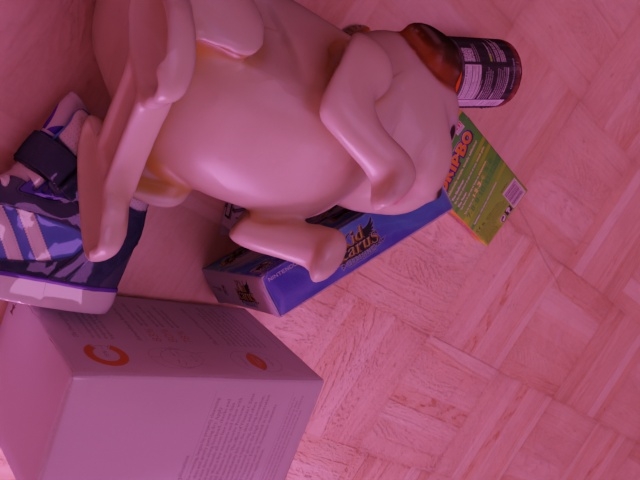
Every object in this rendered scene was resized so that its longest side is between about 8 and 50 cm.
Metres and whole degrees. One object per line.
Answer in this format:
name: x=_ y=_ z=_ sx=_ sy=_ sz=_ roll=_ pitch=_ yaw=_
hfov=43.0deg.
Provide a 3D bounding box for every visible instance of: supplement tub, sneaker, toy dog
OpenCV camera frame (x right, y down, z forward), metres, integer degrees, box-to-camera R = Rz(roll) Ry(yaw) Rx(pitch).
supplement tub: x=0.192 y=-0.245 z=1.183 sx=0.198 sy=0.106 sz=0.106 roll=-6 pitch=116 yaw=-34
sneaker: x=-0.344 y=-0.061 z=0.879 sx=0.323 sy=0.130 sz=0.236 roll=16 pitch=88 yaw=-32
sneaker: x=0.034 y=-0.262 z=1.109 sx=0.083 sy=0.032 sz=0.037 roll=-36 pitch=144 yaw=-11
toy dog: x=-0.036 y=-0.137 z=0.882 sx=0.408 sy=0.395 sz=0.284 roll=8 pitch=127 yaw=-29

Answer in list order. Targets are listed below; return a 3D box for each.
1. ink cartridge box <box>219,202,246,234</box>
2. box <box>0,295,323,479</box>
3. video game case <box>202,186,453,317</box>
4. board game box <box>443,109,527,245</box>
ink cartridge box: x=-0.105 y=-0.041 z=1.116 sx=0.048 sy=0.028 sz=0.083 roll=1 pitch=113 yaw=-37
box: x=-0.208 y=0.189 z=1.018 sx=0.345 sy=0.215 sz=0.168 roll=11 pitch=106 yaw=-40
video game case: x=0.000 y=0.000 z=1.075 sx=0.270 sy=0.244 sz=0.061 roll=-31 pitch=101 yaw=-21
board game box: x=0.248 y=-0.102 z=1.348 sx=0.124 sy=0.039 sz=0.259 roll=-54 pitch=135 yaw=-2
